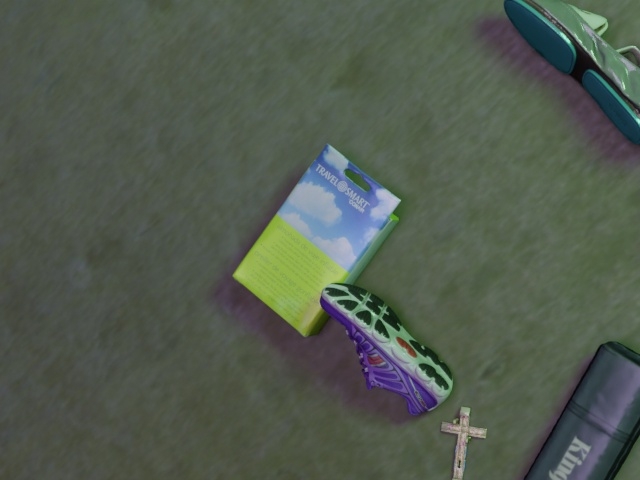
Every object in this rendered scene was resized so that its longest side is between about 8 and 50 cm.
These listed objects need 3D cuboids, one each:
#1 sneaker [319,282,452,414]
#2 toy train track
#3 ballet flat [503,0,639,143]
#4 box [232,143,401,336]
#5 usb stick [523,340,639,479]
[{"bbox_3d":[0.057,0.115,1.361,0.170,0.068,0.071,46,114,0],"label":"sneaker"},{"bbox_3d":[0.144,0.214,1.365,0.048,0.014,0.083,7,91,20],"label":"toy train track"},{"bbox_3d":[0.273,-0.183,1.314,0.068,0.072,0.213,-38,76,-14],"label":"ballet flat"},{"bbox_3d":[0.000,0.000,1.407,0.109,0.042,0.178,39,101,16],"label":"box"},{"bbox_3d":[0.249,0.230,1.311,0.077,0.045,0.278,31,99,17],"label":"usb stick"}]
